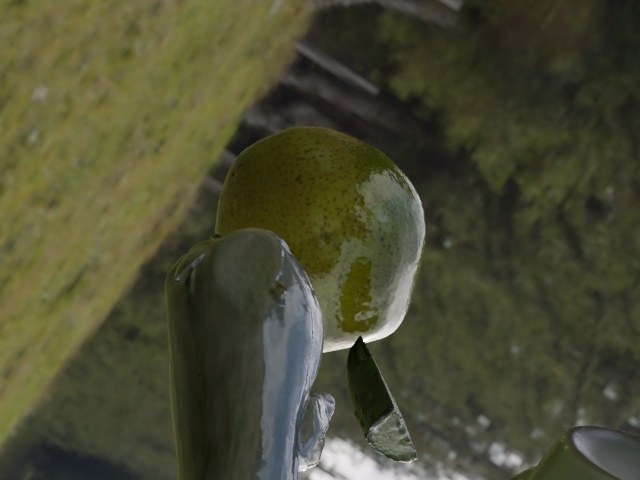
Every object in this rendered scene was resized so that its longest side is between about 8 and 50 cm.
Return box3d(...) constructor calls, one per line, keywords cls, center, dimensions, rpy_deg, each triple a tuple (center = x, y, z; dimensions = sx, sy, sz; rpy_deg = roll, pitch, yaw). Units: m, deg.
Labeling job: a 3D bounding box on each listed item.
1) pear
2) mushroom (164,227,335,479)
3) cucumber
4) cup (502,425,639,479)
box3d(cls="pear", center=(0.001, 0.000, 1.438), dimensions=(0.198, 0.198, 0.198), rpy_deg=(-57, -178, 4))
box3d(cls="mushroom", center=(-0.048, 0.112, 0.869), dimensions=(0.096, 0.099, 0.278), rpy_deg=(-18, -129, 29))
box3d(cls="cucumber", center=(0.040, 0.124, 1.337), dimensions=(0.035, 0.067, 0.107), rpy_deg=(-26, -141, 2))
box3d(cls="cup", center=(0.168, 0.247, 1.198), dimensions=(0.258, 0.186, 0.234), rpy_deg=(30, -72, 45))
